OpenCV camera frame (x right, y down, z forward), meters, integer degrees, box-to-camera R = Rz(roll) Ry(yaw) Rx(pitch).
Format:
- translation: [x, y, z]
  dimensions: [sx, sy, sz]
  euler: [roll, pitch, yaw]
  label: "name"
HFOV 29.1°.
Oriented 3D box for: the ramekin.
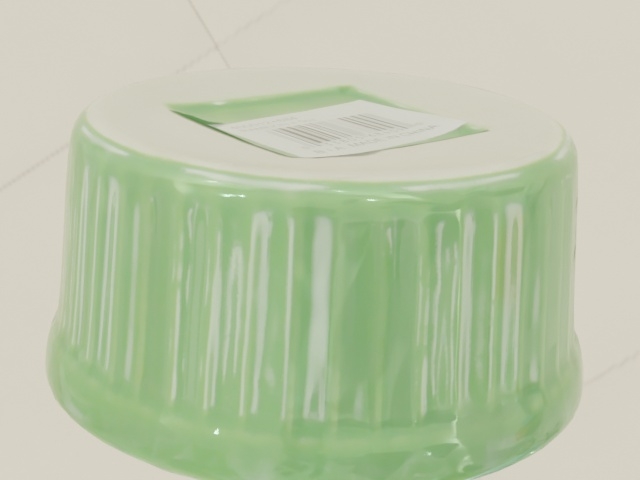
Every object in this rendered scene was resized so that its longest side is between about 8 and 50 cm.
- translation: [0.000, 0.000, 0.684]
  dimensions: [0.303, 0.303, 0.148]
  euler: [7, 110, 10]
  label: "ramekin"
